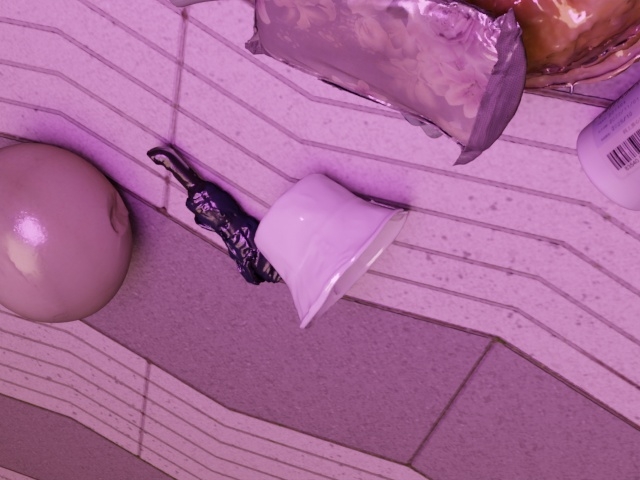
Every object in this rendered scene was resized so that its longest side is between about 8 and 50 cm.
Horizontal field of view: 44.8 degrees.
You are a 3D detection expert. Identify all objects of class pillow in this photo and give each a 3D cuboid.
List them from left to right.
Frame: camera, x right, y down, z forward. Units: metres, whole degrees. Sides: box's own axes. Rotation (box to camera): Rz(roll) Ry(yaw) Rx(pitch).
[{"bbox_3d":[0.048,-0.169,0.633,0.255,0.059,0.169,29,154,16],"label":"pillow"}]

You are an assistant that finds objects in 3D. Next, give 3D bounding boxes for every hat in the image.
[{"bbox_3d":[0.000,0.000,0.942,0.126,0.203,0.203,39,138,9],"label":"hat"}]

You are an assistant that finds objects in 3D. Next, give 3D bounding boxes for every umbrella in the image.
[{"bbox_3d":[-0.133,-0.033,1.036,0.071,0.071,0.248,-22,117,40],"label":"umbrella"}]

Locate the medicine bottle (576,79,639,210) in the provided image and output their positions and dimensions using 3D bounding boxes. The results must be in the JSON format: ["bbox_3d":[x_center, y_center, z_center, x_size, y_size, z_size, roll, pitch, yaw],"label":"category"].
[{"bbox_3d":[0.330,-0.115,0.697,0.103,0.102,0.186,34,137,-7],"label":"medicine bottle"}]

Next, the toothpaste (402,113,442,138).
[{"bbox_3d":[0.070,-0.170,0.779,0.037,0.061,0.216,-16,142,30],"label":"toothpaste"}]

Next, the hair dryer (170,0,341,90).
[{"bbox_3d":[-0.072,-0.238,0.835,0.167,0.067,0.199,10,150,31],"label":"hair dryer"}]

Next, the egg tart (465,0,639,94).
[{"bbox_3d":[0.153,-0.251,0.628,0.352,0.150,0.351,17,139,15],"label":"egg tart"}]

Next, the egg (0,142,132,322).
[{"bbox_3d":[-0.373,-0.007,1.069,0.219,0.219,0.269,-3,135,29],"label":"egg"}]
